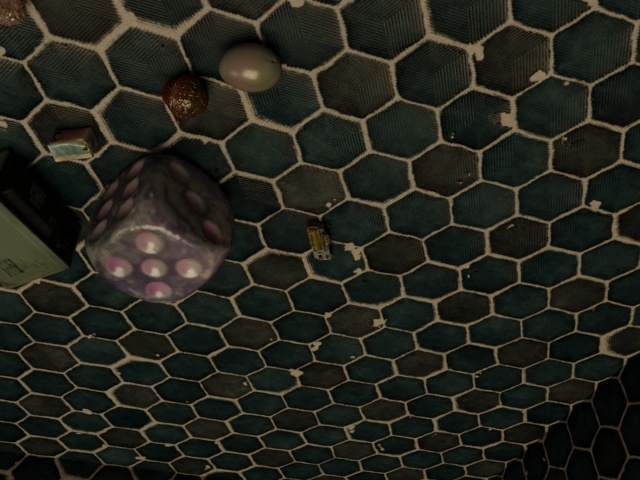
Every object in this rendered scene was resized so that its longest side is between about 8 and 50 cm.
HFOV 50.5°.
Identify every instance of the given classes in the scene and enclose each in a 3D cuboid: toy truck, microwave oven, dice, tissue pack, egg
[{"bbox_3d":[0.000,0.000,1.881,0.063,0.052,0.123,-3,135,8],"label":"toy truck"},{"bbox_3d":[-0.787,-0.052,1.716,0.238,0.181,0.295,-18,134,15],"label":"microwave oven"},{"bbox_3d":[-0.394,-0.029,1.682,0.270,0.270,0.271,-33,128,28],"label":"dice"},{"bbox_3d":[-0.586,-0.229,1.613,0.095,0.074,0.058,-6,133,1],"label":"tissue pack"},{"bbox_3d":[-0.150,-0.370,1.454,0.135,0.103,0.103,4,136,-3],"label":"egg"}]

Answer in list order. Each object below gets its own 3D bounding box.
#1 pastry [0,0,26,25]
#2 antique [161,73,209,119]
[{"bbox_3d":[-0.697,-0.477,1.283,0.265,0.102,0.112,-8,162,-31],"label":"pastry"},{"bbox_3d":[-0.296,-0.318,1.507,0.104,0.104,0.104,-1,136,-1],"label":"antique"}]
